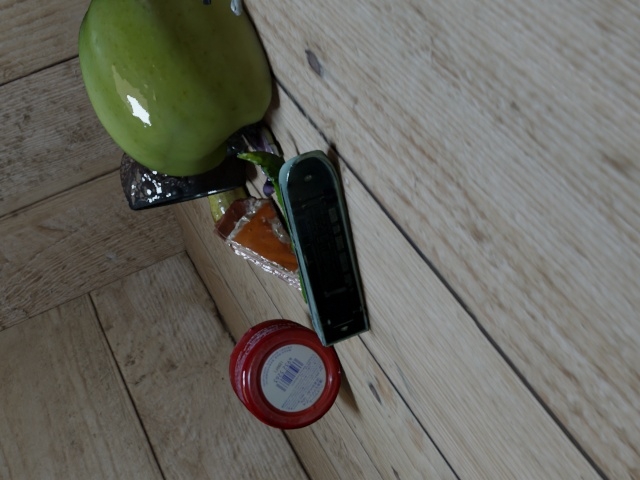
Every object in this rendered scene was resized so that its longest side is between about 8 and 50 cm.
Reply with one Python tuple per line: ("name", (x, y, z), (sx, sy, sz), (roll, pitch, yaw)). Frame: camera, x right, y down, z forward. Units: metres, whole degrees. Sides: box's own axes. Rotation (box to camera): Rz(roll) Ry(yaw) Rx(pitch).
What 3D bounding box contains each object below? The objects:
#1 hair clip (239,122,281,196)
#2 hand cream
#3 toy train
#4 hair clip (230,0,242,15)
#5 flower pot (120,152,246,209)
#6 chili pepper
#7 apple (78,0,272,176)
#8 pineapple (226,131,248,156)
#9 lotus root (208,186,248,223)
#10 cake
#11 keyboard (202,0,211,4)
("hair clip", (-0.103, -0.158, 1.746), (0.187, 0.056, 0.146), (61, 169, -21))
("hand cream", (-0.076, 0.283, 2.055), (0.230, 0.230, 0.149), (67, 166, -7))
("toy train", (0.000, 0.000, 1.514), (0.088, 0.087, 0.406), (-118, 12, -45))
("hair clip", (-0.116, -0.399, 1.246), (0.159, 0.071, 0.218), (88, 160, -57))
("flower pot", (-0.308, -0.217, 2.031), (0.266, 0.267, 0.267), (173, 83, -77))
("chili pepper", (-0.043, -0.022, 1.674), (0.085, 0.076, 0.359), (24, 145, 44))
("apple", (-0.255, -0.303, 1.633), (0.360, 0.320, 0.312), (57, -173, 5))
("pineapple", (-0.235, -0.263, 1.857), (0.278, 0.158, 0.158), (67, 169, -24))
("lotus root", (-0.214, -0.099, 2.209), (0.110, 0.097, 0.258), (140, 109, -80))
("cake", (-0.083, 0.014, 1.918), (0.287, 0.135, 0.098), (39, 153, 20))
("keyboard", (-0.180, -0.459, 1.341), (0.100, 0.018, 0.309), (80, 178, -51))
